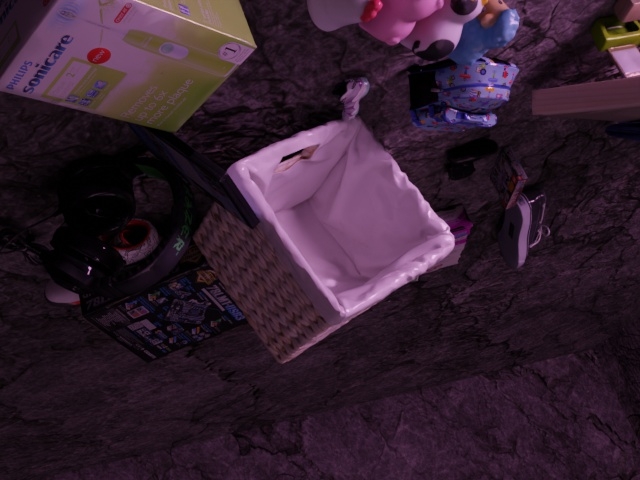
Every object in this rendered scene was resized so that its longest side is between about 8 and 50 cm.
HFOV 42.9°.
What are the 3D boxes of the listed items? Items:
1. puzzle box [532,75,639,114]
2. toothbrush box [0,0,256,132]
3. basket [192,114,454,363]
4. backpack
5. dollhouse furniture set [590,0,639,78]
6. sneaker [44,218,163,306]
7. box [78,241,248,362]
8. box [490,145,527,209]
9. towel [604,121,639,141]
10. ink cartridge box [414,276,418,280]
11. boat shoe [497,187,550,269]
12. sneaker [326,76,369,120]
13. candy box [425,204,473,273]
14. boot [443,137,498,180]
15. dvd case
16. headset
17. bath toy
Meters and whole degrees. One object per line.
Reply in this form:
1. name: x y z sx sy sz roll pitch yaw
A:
1. puzzle box: 0.654 -0.281 1.643 0.409 0.052 0.272 -5 -176 -43
2. toothbrush box: -0.264 -0.273 1.084 0.283 0.122 0.206 11 141 -46
3. basket: 0.000 0.000 1.507 0.328 0.331 0.266 -29 167 -38
4. backpack: 0.260 -0.261 1.441 0.158 0.116 0.173 1 178 -38
5. dollhouse furniture set: 0.637 -0.425 1.416 0.198 0.151 0.301 -13 154 -16
6. sneaker: -0.443 0.038 1.629 0.270 0.090 0.145 -18 151 -4
7. box: -0.301 0.133 1.707 0.294 0.073 0.295 -24 149 5
8. box: 0.439 -0.146 1.906 0.027 0.093 0.137 -17 155 -9
9. towel: 0.852 -0.280 1.846 0.336 0.040 0.243 -17 -165 -8
10. ink cartridge box: 0.140 0.068 2.126 0.235 0.056 0.171 -10 154 -3
11. boat shoe: 0.553 -0.034 2.207 0.105 0.113 0.306 -22 140 -10
12. sneaker: 0.039 -0.254 1.456 0.069 0.038 0.098 -4 142 -28
13. candy box: 0.295 0.006 2.135 0.159 0.071 0.233 -16 154 -9
14. boot: 0.335 -0.178 1.821 0.121 0.045 0.099 -14 153 4
15. dvd case: -0.214 -0.125 1.298 0.022 0.253 0.180 -49 157 -10
16. headset: -0.387 -0.008 1.416 0.395 0.243 0.185 -4 153 20
17. bath toy: 0.143 -0.351 1.225 0.348 0.129 0.151 0 114 -39
